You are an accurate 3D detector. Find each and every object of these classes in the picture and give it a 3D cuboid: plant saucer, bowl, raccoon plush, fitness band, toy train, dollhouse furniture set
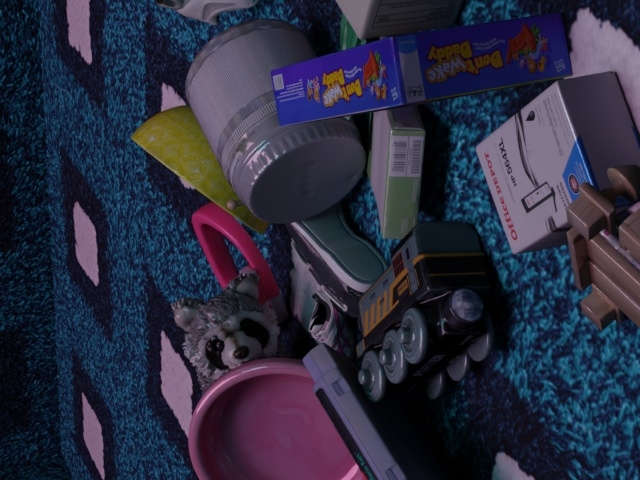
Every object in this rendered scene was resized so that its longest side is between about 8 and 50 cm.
[{"bbox_3d":[-0.051,0.331,2.279,0.084,0.332,0.332,-73,-15,-64],"label":"plant saucer"},{"bbox_3d":[-0.174,-0.156,2.413,0.156,0.289,0.289,-54,34,-1],"label":"bowl"},{"bbox_3d":[-0.188,0.219,2.489,0.446,0.216,0.299,-11,106,61],"label":"raccoon plush"},{"bbox_3d":[-0.152,0.057,2.530,0.209,0.054,0.291,40,158,42],"label":"fitness band"},{"bbox_3d":[0.140,0.109,1.933,0.334,0.142,0.190,125,140,-61],"label":"toy train"},{"bbox_3d":[0.420,0.052,1.398,0.303,0.174,0.355,48,173,28],"label":"dollhouse furniture set"}]

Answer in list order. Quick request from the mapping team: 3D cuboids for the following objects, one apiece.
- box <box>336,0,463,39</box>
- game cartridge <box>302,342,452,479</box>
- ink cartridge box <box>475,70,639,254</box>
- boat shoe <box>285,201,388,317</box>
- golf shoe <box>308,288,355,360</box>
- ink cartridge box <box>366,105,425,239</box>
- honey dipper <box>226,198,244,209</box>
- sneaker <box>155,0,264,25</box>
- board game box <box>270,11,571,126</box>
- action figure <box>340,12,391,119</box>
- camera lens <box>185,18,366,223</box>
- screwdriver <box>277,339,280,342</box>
[{"bbox_3d":[0.113,-0.388,1.727,0.127,0.148,0.232,62,151,32],"label":"box"},{"bbox_3d":[0.112,0.319,2.001,0.068,0.230,0.355,-44,49,13],"label":"game cartridge"},{"bbox_3d":[0.279,-0.085,1.582,0.203,0.086,0.148,-42,63,62],"label":"ink cartridge box"},{"bbox_3d":[0.000,0.000,2.194,0.302,0.114,0.091,57,145,38],"label":"boat shoe"},{"bbox_3d":[0.013,0.146,2.269,0.067,0.086,0.186,47,143,46],"label":"golf shoe"},{"bbox_3d":[0.106,-0.128,1.982,0.235,0.056,0.171,-96,7,-62],"label":"ink cartridge box"},{"bbox_3d":[-0.081,-0.071,2.280,0.030,0.160,0.030,43,139,52],"label":"honey dipper"},{"bbox_3d":[-0.123,-0.469,2.274,0.330,0.146,0.122,-29,46,43],"label":"sneaker"},{"bbox_3d":[0.114,-0.209,1.704,0.347,0.233,0.078,0,101,66],"label":"board game box"},{"bbox_3d":[0.063,-0.304,1.968,0.137,0.063,0.232,-118,35,-59],"label":"action figure"},{"bbox_3d":[-0.074,-0.192,2.136,0.274,0.219,0.219,62,151,31],"label":"camera lens"},{"bbox_3d":[-0.118,0.164,2.653,0.170,0.025,0.024,28,126,49],"label":"screwdriver"}]
